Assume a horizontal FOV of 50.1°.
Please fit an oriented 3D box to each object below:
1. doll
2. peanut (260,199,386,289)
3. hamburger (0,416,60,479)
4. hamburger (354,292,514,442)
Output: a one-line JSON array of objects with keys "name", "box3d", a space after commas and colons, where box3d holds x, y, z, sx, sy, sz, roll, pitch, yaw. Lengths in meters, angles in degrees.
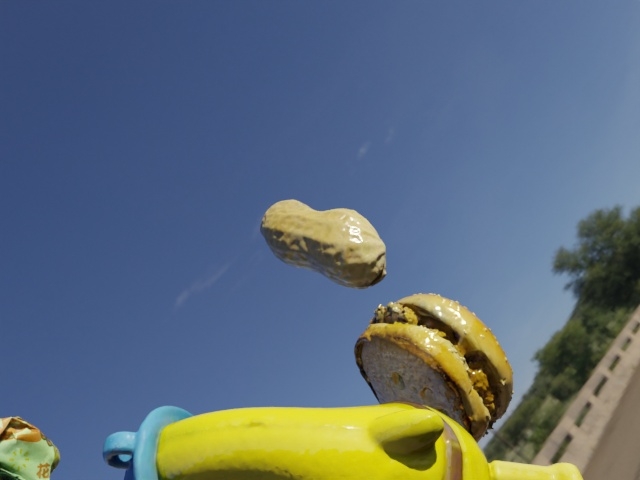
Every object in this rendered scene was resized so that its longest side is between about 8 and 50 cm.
[{"name": "doll", "box3d": [0.016, 0.181, 0.532, 0.145, 0.363, 0.199, -89, 10, -50]}, {"name": "peanut", "box3d": [0.000, 0.000, 1.370, 0.149, 0.313, 0.149, -22, -62, -47]}, {"name": "hamburger", "box3d": [-0.550, 0.399, 1.202, 0.235, 0.214, 0.125, 49, -131, -29]}, {"name": "hamburger", "box3d": [0.129, 0.147, 0.803, 0.118, 0.191, 0.181, -35, -49, -33]}]
